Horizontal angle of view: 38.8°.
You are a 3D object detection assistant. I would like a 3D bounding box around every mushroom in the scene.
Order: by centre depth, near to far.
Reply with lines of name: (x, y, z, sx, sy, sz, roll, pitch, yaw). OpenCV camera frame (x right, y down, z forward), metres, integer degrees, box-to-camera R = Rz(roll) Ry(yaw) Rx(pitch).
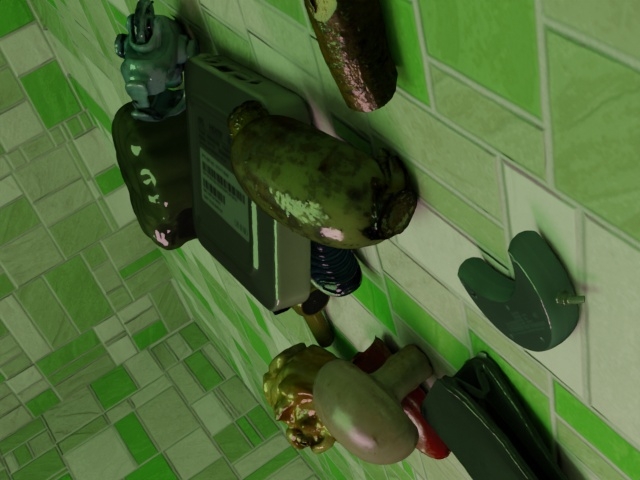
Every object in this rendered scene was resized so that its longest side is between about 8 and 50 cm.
mushroom: (0.099, 0.279, 1.528, 0.206, 0.209, 0.206, -20, -90, -83)

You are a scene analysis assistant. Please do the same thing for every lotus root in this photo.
lotus root: (-0.017, -0.090, 1.251, 0.309, 0.173, 0.173, 33, 154, 29)

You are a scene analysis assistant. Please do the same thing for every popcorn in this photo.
popcorn: (0.002, 0.345, 1.987, 0.286, 0.215, 0.252, 18, -173, 29)

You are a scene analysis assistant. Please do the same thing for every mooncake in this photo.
mooncake: (-0.340, -0.161, 1.998, 0.351, 0.187, 0.351, 162, 90, -77)

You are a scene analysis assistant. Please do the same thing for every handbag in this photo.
handbag: (0.266, 0.311, 1.363, 0.260, 0.079, 0.247, 53, 165, 15)

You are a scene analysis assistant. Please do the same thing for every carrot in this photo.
carrot: (0.035, -0.228, 1.007, 0.082, 0.082, 0.173, 42, 165, 45)

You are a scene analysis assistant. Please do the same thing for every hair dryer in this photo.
hair dryer: (-0.019, 0.148, 1.944, 0.135, 0.090, 0.278, 41, 164, 41)

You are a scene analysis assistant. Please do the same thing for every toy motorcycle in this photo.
toy motorcycle: (-0.300, -0.318, 1.650, 0.260, 0.154, 0.206, -39, -44, -84)

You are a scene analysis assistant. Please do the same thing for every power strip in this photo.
power strip: (0.233, 0.061, 1.026, 0.137, 0.044, 0.216, 57, 165, 1)

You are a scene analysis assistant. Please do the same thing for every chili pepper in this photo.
chili pepper: (0.152, 0.298, 1.679, 0.253, 0.136, 0.144, 42, 116, 16)

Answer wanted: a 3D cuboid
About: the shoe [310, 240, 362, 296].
shoe: (0.000, 0.000, 1.539, 0.207, 0.092, 0.106, 60, 171, 4)

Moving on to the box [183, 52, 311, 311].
box: (-0.135, -0.108, 1.546, 0.367, 0.091, 0.372, 35, 133, 52)

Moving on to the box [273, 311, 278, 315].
box: (-0.138, 0.044, 2.099, 0.259, 0.071, 0.168, 55, 164, 5)
